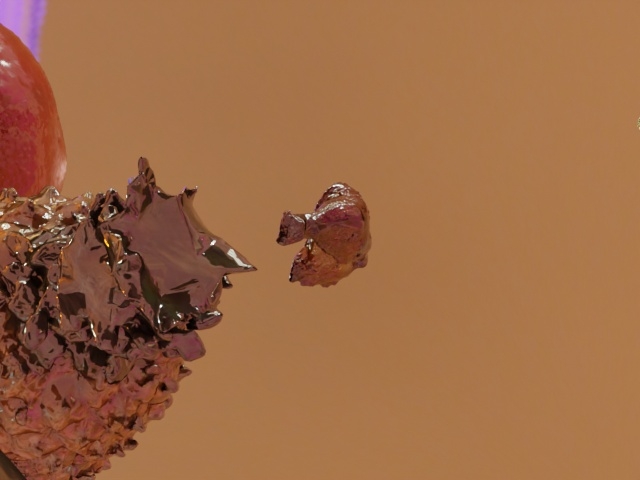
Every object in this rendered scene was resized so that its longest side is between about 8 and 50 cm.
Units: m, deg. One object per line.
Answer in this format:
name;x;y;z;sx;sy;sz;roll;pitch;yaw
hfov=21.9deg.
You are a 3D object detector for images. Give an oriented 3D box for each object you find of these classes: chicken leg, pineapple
chicken leg;0.004;-0.003;0.943;0.062;0.145;0.037;-40;-105;-7
pineapple;-0.158;0.048;0.992;0.202;0.362;0.202;6;-106;-23

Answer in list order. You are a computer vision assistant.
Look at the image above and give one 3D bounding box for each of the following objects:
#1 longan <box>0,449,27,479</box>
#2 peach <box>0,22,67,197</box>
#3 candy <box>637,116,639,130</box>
longan;-0.173;0.144;0.563;0.196;0.220;0.197;12;-123;-19
peach;-0.362;-0.039;1.223;0.338;0.281;0.281;-33;-106;-26
candy;0.216;-0.183;1.094;0.092;0.093;0.336;-30;-67;-5
